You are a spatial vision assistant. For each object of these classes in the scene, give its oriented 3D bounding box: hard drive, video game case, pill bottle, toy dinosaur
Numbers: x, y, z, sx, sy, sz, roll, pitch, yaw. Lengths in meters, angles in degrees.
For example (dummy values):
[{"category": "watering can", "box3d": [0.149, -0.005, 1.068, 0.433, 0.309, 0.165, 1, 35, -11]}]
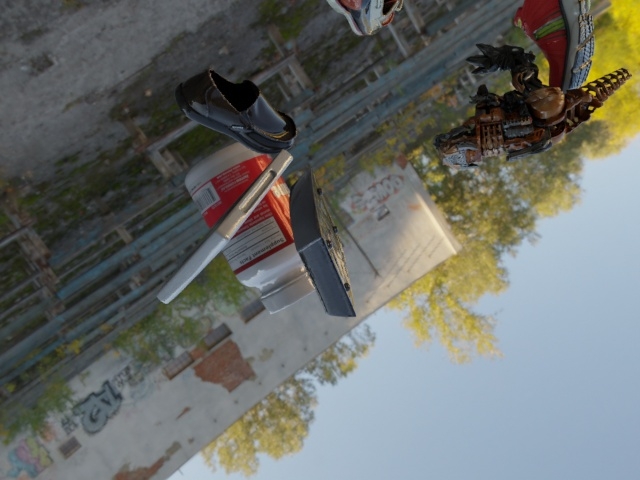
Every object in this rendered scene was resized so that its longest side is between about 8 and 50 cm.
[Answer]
[{"category": "hard drive", "box3d": [0.000, 0.000, 0.910, 0.054, 0.172, 0.255, -20, -151, 6]}, {"category": "video game case", "box3d": [-0.102, -0.014, 0.583, 0.157, 0.019, 0.143, -39, -165, 45]}, {"category": "pill bottle", "box3d": [-0.154, -0.031, 1.401, 0.228, 0.408, 0.229, -29, -179, 0]}, {"category": "toy dinosaur", "box3d": [0.344, -0.209, 0.916, 0.321, 0.165, 0.219, -4, -139, -11]}]

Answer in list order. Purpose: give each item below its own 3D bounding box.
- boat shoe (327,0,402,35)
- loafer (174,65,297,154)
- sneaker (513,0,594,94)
[{"category": "boat shoe", "box3d": [0.040, -0.182, 0.403, 0.043, 0.049, 0.137, 2, -170, 18]}, {"category": "loafer", "box3d": [-0.108, -0.194, 0.830, 0.078, 0.080, 0.220, -33, 152, 34]}, {"category": "sneaker", "box3d": [0.392, -0.365, 0.934, 0.118, 0.279, 0.107, 4, -160, 40]}]
